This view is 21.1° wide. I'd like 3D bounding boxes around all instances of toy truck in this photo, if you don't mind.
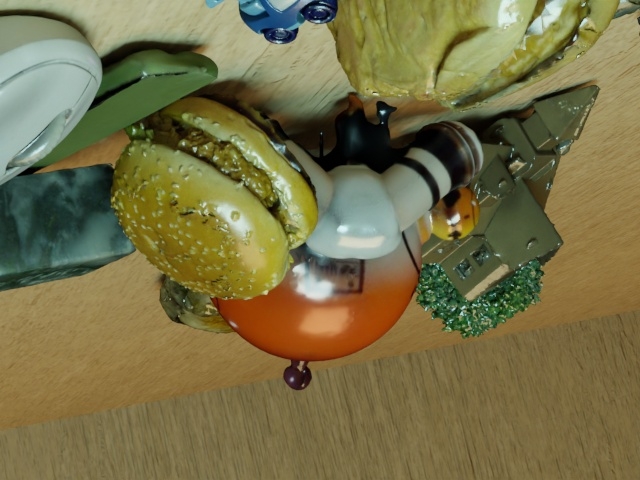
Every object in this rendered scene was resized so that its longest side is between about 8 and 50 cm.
[{"bbox_3d":[-0.011,-0.187,1.148,0.136,0.063,0.074,-25,145,38],"label":"toy truck"}]

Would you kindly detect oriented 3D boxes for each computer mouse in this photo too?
[{"bbox_3d":[-0.299,-0.069,1.243,0.297,0.121,0.184,-12,168,0],"label":"computer mouse"}]

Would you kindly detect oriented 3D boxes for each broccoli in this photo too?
[{"bbox_3d":[0.177,0.014,2.143,0.220,0.194,0.194,27,165,-2],"label":"broccoli"}]

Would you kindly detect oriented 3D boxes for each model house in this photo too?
[{"bbox_3d":[0.211,-0.070,1.808,0.248,0.176,0.181,-41,159,31],"label":"model house"}]

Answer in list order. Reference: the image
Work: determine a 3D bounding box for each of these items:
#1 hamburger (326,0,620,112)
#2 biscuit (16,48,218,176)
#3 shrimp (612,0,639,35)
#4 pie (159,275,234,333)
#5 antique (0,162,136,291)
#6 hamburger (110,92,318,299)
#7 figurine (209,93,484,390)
[{"bbox_3d":[0.119,-0.163,1.233,0.124,0.131,0.262,-6,172,-32],"label":"hamburger"},{"bbox_3d":[-0.215,-0.095,1.420,0.322,0.038,0.099,-23,170,42],"label":"biscuit"},{"bbox_3d":[0.253,-0.197,1.483,0.195,0.035,0.148,-17,171,11],"label":"shrimp"},{"bbox_3d":[-0.059,0.052,2.283,0.339,0.077,0.339,-13,166,-3],"label":"pie"},{"bbox_3d":[-0.262,-0.007,1.505,0.088,0.086,0.183,-23,173,41],"label":"antique"},{"bbox_3d":[-0.098,-0.028,1.493,0.118,0.182,0.191,-48,173,-25],"label":"hamburger"},{"bbox_3d":[0.001,0.003,1.691,0.320,0.196,0.323,2,150,-11],"label":"figurine"}]
